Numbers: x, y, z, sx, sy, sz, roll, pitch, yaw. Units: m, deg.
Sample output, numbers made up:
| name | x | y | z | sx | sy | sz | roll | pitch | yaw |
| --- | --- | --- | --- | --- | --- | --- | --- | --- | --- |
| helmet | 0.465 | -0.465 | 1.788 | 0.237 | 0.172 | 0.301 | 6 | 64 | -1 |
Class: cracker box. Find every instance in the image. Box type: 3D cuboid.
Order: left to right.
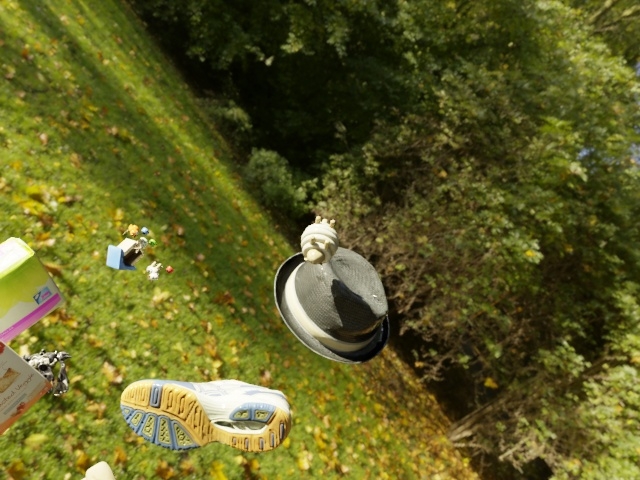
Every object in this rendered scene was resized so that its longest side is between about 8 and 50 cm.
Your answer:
| name | x | y | z | sx | sy | sz | roll | pitch | yaw |
| --- | --- | --- | --- | --- | --- | --- | --- | --- | --- |
| cracker box | -0.715 | 0.313 | 1.172 | 0.067 | 0.155 | 0.232 | 27 | -30 | 26 |

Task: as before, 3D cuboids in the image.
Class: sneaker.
| name | x | y | z | sx | sy | sz | roll | pitch | yaw |
| --- | --- | --- | --- | --- | --- | --- | --- | --- | --- |
| sneaker | -0.200 | 0.304 | 0.968 | 0.297 | 0.111 | 0.131 | 12 | 6 | -3 |

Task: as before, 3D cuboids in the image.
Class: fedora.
| name | x | y | z | sx | sy | sz | roll | pitch | yaw |
| --- | --- | --- | --- | --- | --- | --- | --- | --- | --- |
| fedora | 0.055 | 0.133 | 1.338 | 0.334 | 0.152 | 0.333 | 16 | 47 | -18 |

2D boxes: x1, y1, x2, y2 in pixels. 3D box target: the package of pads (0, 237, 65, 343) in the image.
| name | x | y | z | sx | sy | sz | roll | pitch | yaw |
| --- | --- | --- | --- | --- | --- | --- | --- | --- | --- |
| package of pads | -0.813 | 0.155 | 1.326 | 0.101 | 0.296 | 0.229 | 33 | -32 | 24 |

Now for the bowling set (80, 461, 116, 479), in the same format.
| name | x | y | z | sx | sy | sz | roll | pitch | yaw |
| --- | --- | --- | --- | --- | --- | --- | --- | --- | --- |
| bowling set | -0.440 | 0.529 | 0.977 | 0.154 | 0.287 | 0.200 | 56 | -6 | 13 |

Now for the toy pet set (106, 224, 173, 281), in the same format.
| name | x | y | z | sx | sy | sz | roll | pitch | yaw |
| --- | --- | --- | --- | --- | --- | --- | --- | --- | --- |
| toy pet set | -0.373 | 0.032 | 1.071 | 0.114 | 0.065 | 0.122 | 12 | -41 | 35 |

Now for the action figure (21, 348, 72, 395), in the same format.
| name | x | y | z | sx | sy | sz | roll | pitch | yaw |
| --- | --- | --- | --- | --- | --- | --- | --- | --- | --- |
| action figure | -0.865 | 0.413 | 1.664 | 0.276 | 0.164 | 0.140 | 169 | -77 | -73 |

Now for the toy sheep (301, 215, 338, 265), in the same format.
| name | x | y | z | sx | sy | sz | roll | pitch | yaw |
| --- | --- | --- | --- | --- | --- | --- | --- | --- | --- |
| toy sheep | 0.000 | 0.000 | 1.172 | 0.091 | 0.091 | 0.132 | 50 | 41 | -28 |
